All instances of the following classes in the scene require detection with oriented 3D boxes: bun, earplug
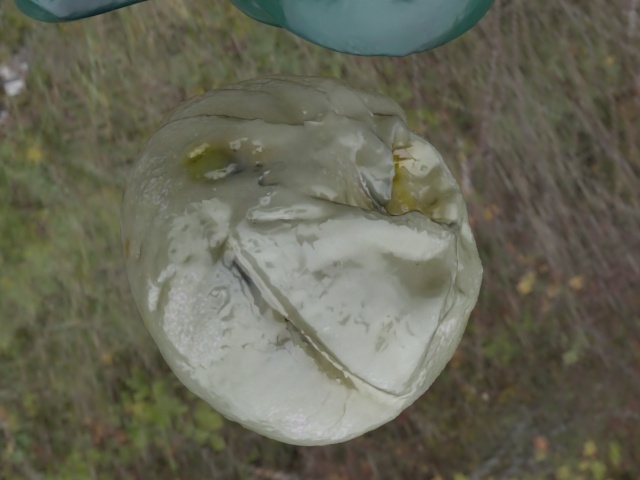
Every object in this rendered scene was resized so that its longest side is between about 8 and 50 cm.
[{"bbox_3d":[0.000,0.000,1.530,0.365,0.365,0.219,13,147,-32],"label":"bun"},{"bbox_3d":[-0.017,-0.192,0.928,0.257,0.164,0.280,24,151,-9],"label":"earplug"}]
